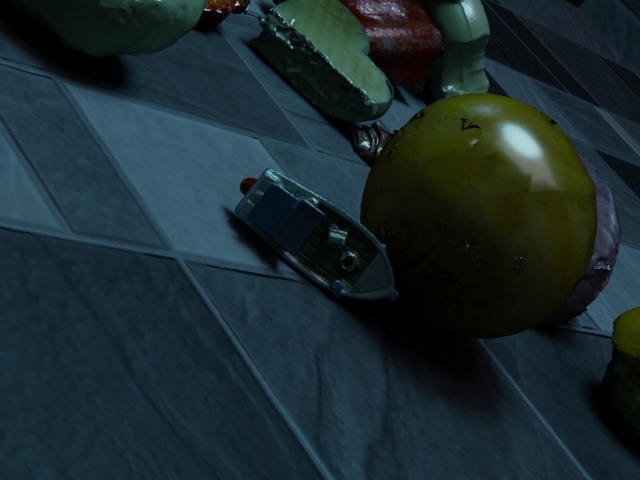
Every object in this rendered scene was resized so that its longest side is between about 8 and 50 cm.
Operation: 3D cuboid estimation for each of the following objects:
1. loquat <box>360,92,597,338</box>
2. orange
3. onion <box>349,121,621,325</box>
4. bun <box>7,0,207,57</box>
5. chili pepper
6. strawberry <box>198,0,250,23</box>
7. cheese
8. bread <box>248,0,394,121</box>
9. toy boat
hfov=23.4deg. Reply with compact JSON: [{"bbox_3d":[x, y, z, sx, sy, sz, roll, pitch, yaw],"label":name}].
[{"bbox_3d":[0.150,-0.021,1.485,0.235,0.235,0.235,35,21,-16],"label":"loquat"},{"bbox_3d":[0.366,0.139,1.669,0.134,0.156,0.156,27,13,26],"label":"orange"},{"bbox_3d":[0.211,-0.067,1.794,0.349,0.159,0.267,38,17,-11],"label":"onion"},{"bbox_3d":[-0.210,-0.252,1.465,0.212,0.126,0.204,37,46,7],"label":"bun"},{"bbox_3d":[0.043,-0.278,2.029,0.253,0.136,0.144,7,82,-41],"label":"chili pepper"},{"bbox_3d":[-0.148,-0.283,1.760,0.152,0.048,0.104,4,46,-37],"label":"strawberry"},{"bbox_3d":[0.178,-0.310,2.111,0.286,0.082,0.163,87,-19,-52],"label":"cheese"},{"bbox_3d":[-0.004,-0.223,1.849,0.172,0.064,0.232,16,35,-34],"label":"bread"},{"bbox_3d":[0.000,0.000,1.400,0.173,0.069,0.059,37,7,-13],"label":"toy boat"}]
